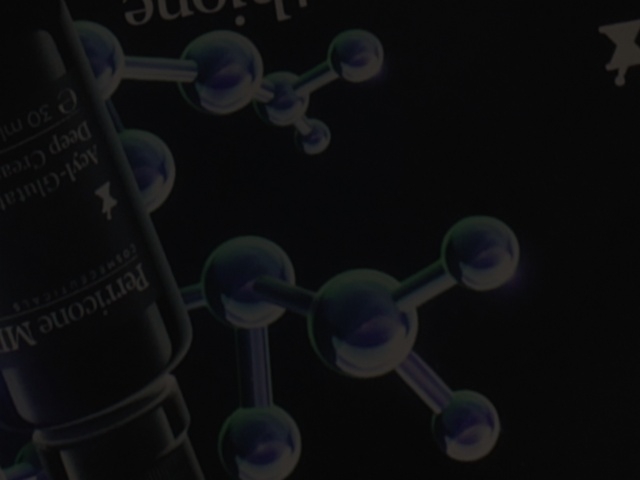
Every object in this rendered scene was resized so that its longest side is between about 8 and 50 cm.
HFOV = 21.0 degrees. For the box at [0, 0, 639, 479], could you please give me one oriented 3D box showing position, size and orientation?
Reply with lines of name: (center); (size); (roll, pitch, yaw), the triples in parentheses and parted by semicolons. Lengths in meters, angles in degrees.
box: (0.000, 0.000, 0.688); (0.293, 0.395, 0.212); (-10, 171, 3)
